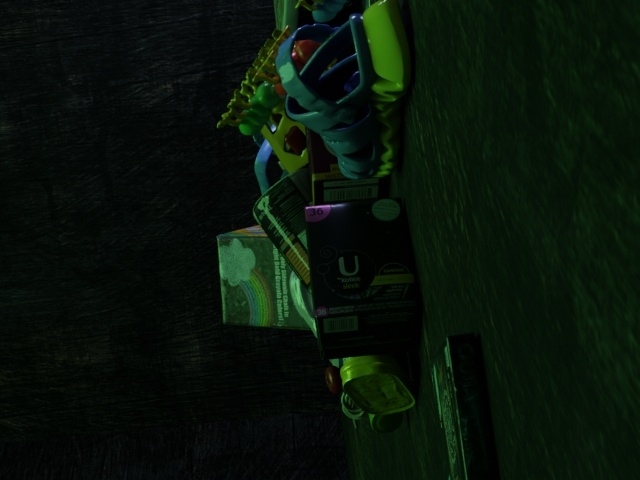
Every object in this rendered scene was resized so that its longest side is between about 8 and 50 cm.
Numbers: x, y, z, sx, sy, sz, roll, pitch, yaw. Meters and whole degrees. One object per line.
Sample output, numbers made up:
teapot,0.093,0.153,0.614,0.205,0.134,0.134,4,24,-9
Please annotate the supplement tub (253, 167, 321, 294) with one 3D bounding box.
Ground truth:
supplement tub,0.000,0.000,1.497,0.190,0.117,0.117,54,172,11

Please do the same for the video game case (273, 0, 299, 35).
video game case,-0.058,-0.412,1.643,0.227,0.026,0.206,100,165,-70

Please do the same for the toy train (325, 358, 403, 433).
toy train,0.076,0.224,1.502,0.143,0.105,0.248,-120,21,-52

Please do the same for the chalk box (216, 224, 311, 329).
chalk box,-0.023,0.064,1.966,0.179,0.289,0.180,-16,-75,-58

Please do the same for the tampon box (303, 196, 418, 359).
tampon box,0.048,0.044,1.249,0.101,0.120,0.161,85,179,-55

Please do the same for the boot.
boot,0.039,0.146,1.731,0.258,0.095,0.123,58,170,-1

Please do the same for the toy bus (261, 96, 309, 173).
toy bus,-0.020,-0.147,1.600,0.191,0.104,0.202,28,-136,-42

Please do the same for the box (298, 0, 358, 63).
box,0.002,-0.404,1.758,0.261,0.103,0.184,92,175,-76

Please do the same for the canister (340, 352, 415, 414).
canister,0.067,0.119,1.335,0.126,0.073,0.170,54,-154,-53

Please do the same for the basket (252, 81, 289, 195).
basket,-0.062,-0.222,2.206,0.255,0.201,0.289,87,-152,-69

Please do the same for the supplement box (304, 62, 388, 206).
supplement box,0.032,-0.149,1.454,0.081,0.104,0.188,90,174,-64

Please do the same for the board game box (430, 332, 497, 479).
board game box,0.120,0.178,0.860,0.126,0.026,0.186,90,174,-75

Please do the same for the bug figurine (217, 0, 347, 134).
bug figurine,-0.032,-0.242,1.355,0.216,0.072,0.279,-45,16,40

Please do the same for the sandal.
sandal,0.024,-0.162,1.187,0.317,0.138,0.126,84,178,-66

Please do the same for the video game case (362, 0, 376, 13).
video game case,0.067,-0.288,1.391,0.087,0.011,0.122,-107,12,-83
